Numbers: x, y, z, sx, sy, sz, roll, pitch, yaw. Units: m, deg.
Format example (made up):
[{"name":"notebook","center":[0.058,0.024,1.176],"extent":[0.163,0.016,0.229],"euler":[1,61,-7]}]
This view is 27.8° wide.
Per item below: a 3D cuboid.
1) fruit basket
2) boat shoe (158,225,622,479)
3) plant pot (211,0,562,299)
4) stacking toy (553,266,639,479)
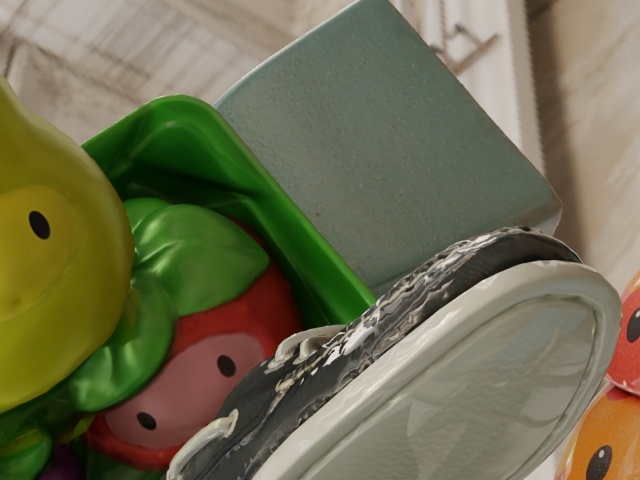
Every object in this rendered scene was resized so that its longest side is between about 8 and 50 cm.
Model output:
[{"name":"fruit basket","center":[-0.153,0.067,0.678],"extent":[0.283,0.392,0.392],"euler":[49,-145,15]},{"name":"boat shoe","center":[-0.004,0.087,0.509],"extent":[0.114,0.302,0.091],"euler":[14,-140,-35]},{"name":"plant pot","center":[0.000,0.000,1.051],"extent":[0.252,0.247,0.248],"euler":[-29,-114,-21]},{"name":"stacking toy","center":[0.329,0.023,0.885],"extent":[0.350,0.350,0.480],"euler":[2,-87,-47]}]
